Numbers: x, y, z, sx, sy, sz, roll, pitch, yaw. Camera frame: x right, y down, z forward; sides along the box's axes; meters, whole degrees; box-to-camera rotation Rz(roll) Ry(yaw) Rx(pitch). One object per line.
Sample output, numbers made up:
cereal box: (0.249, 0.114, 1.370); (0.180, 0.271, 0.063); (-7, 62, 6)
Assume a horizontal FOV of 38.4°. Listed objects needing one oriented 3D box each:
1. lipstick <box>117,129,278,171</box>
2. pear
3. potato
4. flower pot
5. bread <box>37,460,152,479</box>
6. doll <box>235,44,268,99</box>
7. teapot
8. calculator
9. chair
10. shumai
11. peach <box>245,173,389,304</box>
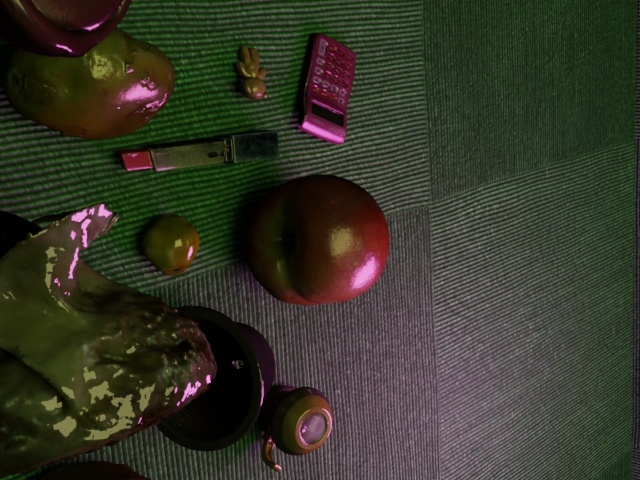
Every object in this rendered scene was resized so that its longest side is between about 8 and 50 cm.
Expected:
lipstick: (-0.202, -0.145, 1.520); (0.312, 0.051, 0.051); (-13, 107, -42)
pear: (-0.238, 0.009, 1.480); (0.092, 0.092, 0.097); (-23, 112, -42)
potato: (-0.316, -0.221, 1.288); (0.253, 0.186, 0.148); (-10, 89, -41)
flower pot: (-0.169, 0.215, 1.519); (0.148, 0.235, 0.235); (-9, 104, -66)
bread: (-0.360, 0.535, 1.408); (0.366, 0.129, 0.381); (-18, 110, -46)
doll: (-0.115, -0.289, 1.584); (0.061, 0.051, 0.093); (4, 92, -40)
teapot: (-0.055, 0.345, 1.704); (0.130, 0.119, 0.165); (42, 74, -33)
calculator: (0.011, -0.285, 1.733); (0.127, 0.034, 0.190); (17, 79, -46)
chair: (-0.372, -0.314, 1.057); (0.227, 0.401, 0.226); (-10, 104, -44)
shumai: (-0.376, 0.115, 1.223); (0.395, 0.395, 0.348); (-25, 94, -41)
peach: (0.000, 0.000, 1.614); (0.252, 0.252, 0.252); (-10, 103, -45)
